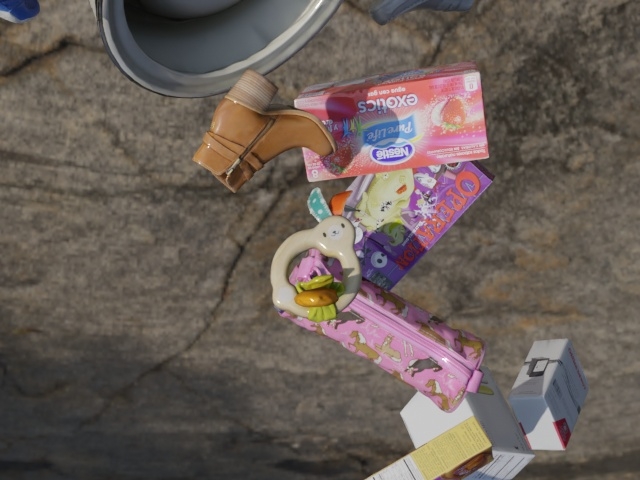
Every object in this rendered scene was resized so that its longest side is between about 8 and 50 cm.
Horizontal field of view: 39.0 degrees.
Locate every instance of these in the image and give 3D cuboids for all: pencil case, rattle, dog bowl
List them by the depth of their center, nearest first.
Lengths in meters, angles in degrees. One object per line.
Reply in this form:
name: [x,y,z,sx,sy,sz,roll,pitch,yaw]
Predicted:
dog bowl: [-0.132,-0.388,1.164,0.408,0.150,0.408,-31,153,-18]
rattle: [0.000,0.000,1.204,0.130,0.200,0.143,16,166,22]
pencil case: [0.114,0.157,1.635,0.386,0.167,0.160,31,121,-2]

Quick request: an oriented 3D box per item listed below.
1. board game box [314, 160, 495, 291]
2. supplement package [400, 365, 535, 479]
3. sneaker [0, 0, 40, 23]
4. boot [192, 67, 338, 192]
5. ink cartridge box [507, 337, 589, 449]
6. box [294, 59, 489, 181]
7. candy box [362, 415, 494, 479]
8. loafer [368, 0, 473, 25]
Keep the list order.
board game box: [0.158,-0.069,1.814,0.208,0.056,0.347,39,117,-1]
supplement package: [0.335,0.447,2.102,0.145,0.262,0.204,13,126,-32]
sneaker: [-0.447,-0.368,1.317,0.084,0.058,0.152,-29,166,23]
boot: [-0.078,-0.130,1.278,0.197,0.152,0.073,33,176,-33]
ink cartridge box: [0.366,0.243,1.442,0.063,0.150,0.109,-11,115,37]
box: [0.120,-0.200,1.500,0.299,0.154,0.142,-7,108,8]
candy box: [0.149,0.323,1.259,0.186,0.053,0.109,-29,153,-1]
loafer: [0.234,-0.458,1.626,0.319,0.112,0.111,-30,107,-11]
